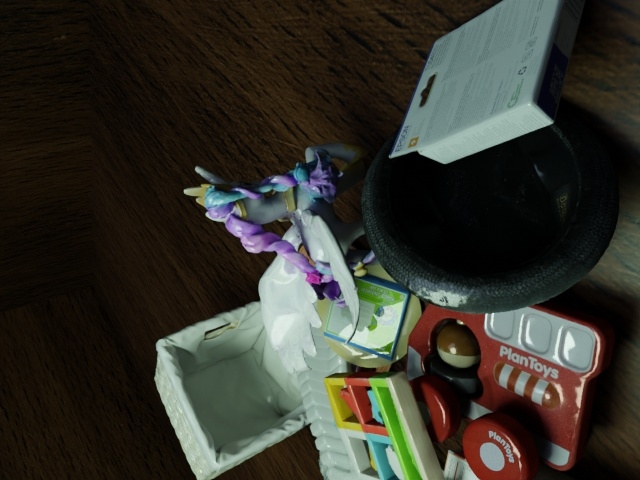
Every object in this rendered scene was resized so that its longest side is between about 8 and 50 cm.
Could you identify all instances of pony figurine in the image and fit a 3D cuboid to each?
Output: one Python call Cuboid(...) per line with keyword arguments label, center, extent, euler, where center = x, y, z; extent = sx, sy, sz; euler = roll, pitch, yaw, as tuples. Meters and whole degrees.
Cuboid(label="pony figurine", center=(0.000, 0.000, 0.914), extent=(0.351, 0.363, 0.303), euler=(63, 144, 14))

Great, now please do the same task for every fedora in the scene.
Cuboid(label="fedora", center=(0.213, -0.034, 0.740), extent=(0.334, 0.334, 0.152), euler=(41, 168, 38))

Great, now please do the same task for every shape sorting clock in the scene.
Cuboid(label="shape sorting clock", center=(0.089, 0.134, 1.060), extent=(0.206, 0.040, 0.206), euler=(2, 95, 25))

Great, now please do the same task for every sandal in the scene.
Cuboid(label="sandal", center=(0.036, 0.291, 1.164), extent=(0.169, 0.102, 0.416), euler=(-26, 67, 46))

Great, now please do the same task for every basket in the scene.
Cuboid(label="basket", center=(-0.204, 0.374, 1.412), extent=(0.331, 0.328, 0.266), euler=(58, 147, 21))

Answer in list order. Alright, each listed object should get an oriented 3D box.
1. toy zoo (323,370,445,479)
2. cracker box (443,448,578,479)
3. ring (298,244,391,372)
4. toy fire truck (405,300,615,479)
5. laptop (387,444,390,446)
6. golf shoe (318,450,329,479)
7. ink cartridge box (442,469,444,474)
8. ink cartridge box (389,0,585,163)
Cuboid(label="toy zoo", center=(0.086, 0.311, 0.932), extent=(0.293, 0.030, 0.192), euler=(-28, 80, 64))
Cuboid(label="cracker box", center=(0.312, 0.373, 0.810), extent=(0.232, 0.156, 0.067), euler=(13, 90, 53))
Cuboid(label="ring", center=(0.048, 0.148, 1.210), extent=(0.336, 0.032, 0.336), euler=(29, 128, 46))
Cuboid(label="toy fire truck", center=(0.253, 0.183, 0.821), extent=(0.302, 0.169, 0.254), euler=(22, 113, 49))
Cuboid(label="laptop", center=(0.144, 0.521, 1.139), extent=(0.136, 0.264, 0.234), euler=(-25, 83, 19))
Cuboid(label="golf shoe", center=(0.023, 0.516, 1.377), extent=(0.086, 0.069, 0.176), euler=(48, 138, 41))
Cuboid(label="ink cartridge box", center=(0.234, 0.533, 0.906), extent=(0.232, 0.168, 0.171), euler=(58, 162, -13))
Cuboid(label="ink cartridge box", center=(0.203, -0.204, 0.702), extent=(0.224, 0.045, 0.223), euler=(-13, 49, 56))
